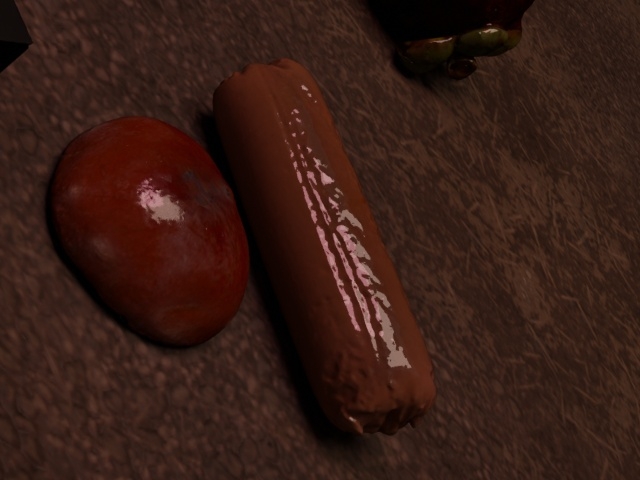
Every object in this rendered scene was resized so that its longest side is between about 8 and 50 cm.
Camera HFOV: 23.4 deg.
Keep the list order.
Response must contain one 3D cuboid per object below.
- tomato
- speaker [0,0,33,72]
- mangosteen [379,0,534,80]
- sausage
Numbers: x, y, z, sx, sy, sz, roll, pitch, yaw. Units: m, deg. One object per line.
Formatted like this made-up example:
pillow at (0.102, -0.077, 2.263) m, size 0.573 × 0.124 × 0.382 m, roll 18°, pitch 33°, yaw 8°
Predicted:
tomato at (-0.091, -0.013, 0.960) m, size 0.155 × 0.069 × 0.156 m, roll 40°, pitch 32°, yaw -32°
speaker at (-0.258, -0.139, 0.843) m, size 0.218 × 0.044 × 0.082 m, roll 1°, pitch 61°, yaw -58°
mangosteen at (0.133, -0.244, 1.489) m, size 0.166 × 0.166 × 0.180 m, roll -4°, pitch 95°, yaw -60°
sausage at (-0.001, 0.001, 1.075) m, size 0.086 × 0.086 × 0.289 m, roll 10°, pitch 54°, yaw -55°
